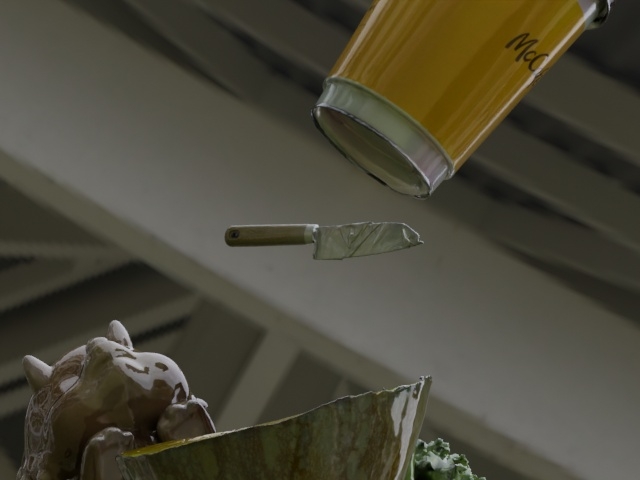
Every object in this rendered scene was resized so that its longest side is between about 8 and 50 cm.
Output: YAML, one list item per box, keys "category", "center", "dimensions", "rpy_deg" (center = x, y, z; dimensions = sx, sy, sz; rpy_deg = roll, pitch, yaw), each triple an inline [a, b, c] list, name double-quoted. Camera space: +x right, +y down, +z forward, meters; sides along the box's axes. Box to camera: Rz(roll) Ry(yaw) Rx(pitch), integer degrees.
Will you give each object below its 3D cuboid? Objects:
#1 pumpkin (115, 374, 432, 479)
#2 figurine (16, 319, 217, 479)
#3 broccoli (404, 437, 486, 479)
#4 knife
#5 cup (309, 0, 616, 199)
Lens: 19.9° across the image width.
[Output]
- category: "pumpkin"
  center: [-0.022, 0.160, 1.193]
  dimensions: [0.217, 0.110, 0.217]
  rpy_deg: [-10, -12, -2]
- category: "figurine"
  center: [-0.172, 0.196, 1.596]
  dimensions: [0.173, 0.177, 0.247]
  rpy_deg: [30, -26, 51]
- category: "broccoli"
  center: [0.052, 0.293, 1.862]
  dimensions: [0.375, 0.249, 0.302]
  rpy_deg: [21, -72, 25]
- category: "knife"
  center: [0.002, 0.001, 2.107]
  dimensions: [0.298, 0.047, 0.017]
  rpy_deg: [-2, -23, 38]
- category: "cup"
  center: [0.123, -0.183, 1.600]
  dimensions: [0.196, 0.279, 0.196]
  rpy_deg: [35, -13, 9]
